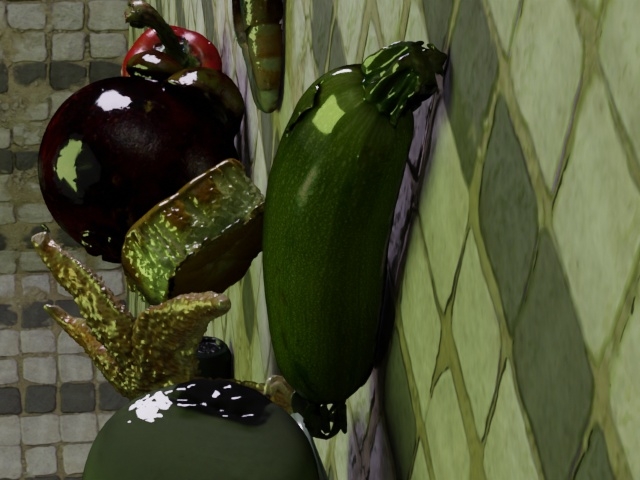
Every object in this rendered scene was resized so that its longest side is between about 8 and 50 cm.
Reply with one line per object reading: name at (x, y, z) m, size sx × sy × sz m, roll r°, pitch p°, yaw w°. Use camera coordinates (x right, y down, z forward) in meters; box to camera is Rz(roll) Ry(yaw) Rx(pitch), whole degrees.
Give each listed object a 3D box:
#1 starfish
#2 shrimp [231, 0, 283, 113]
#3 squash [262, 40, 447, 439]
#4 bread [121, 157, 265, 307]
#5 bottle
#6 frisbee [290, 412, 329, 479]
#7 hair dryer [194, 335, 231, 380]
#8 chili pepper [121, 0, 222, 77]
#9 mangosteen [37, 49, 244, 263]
starfish at (-0.137, 0.099, 1.440) m, size 0.060 × 0.302 × 0.299 m, roll -49°, pitch -29°, yaw -24°
shrimp at (-0.052, -0.205, 1.408) m, size 0.148 × 0.035 × 0.195 m, roll -107°, pitch 16°, yaw -66°
squash at (0.008, -0.004, 0.946) m, size 0.071 × 0.080 × 0.318 m, roll -54°, pitch -16°, yaw -37°
bread at (-0.101, 0.002, 1.457) m, size 0.069 × 0.128 × 0.140 m, roll 48°, pitch 158°, yaw 16°
bottle at (-0.074, 0.252, 1.029) m, size 0.168 × 0.168 × 0.347 m, roll -111°, pitch 24°, yaw -64°
frisbee at (0.001, 0.159, 1.085) m, size 0.110 × 0.014 × 0.110 m, roll 160°, pitch 90°, yaw -89°
hair dryer at (-0.102, 0.185, 1.774) m, size 0.197 × 0.057 × 0.100 m, roll -124°, pitch 32°, yaw -57°
chili pepper at (-0.155, -0.141, 1.855) m, size 0.387 × 0.110 × 0.110 m, roll 97°, pitch 168°, yaw -70°
mangosteen at (-0.168, -0.074, 1.657) m, size 0.210 × 0.210 × 0.209 m, roll 178°, pitch 90°, yaw -81°
